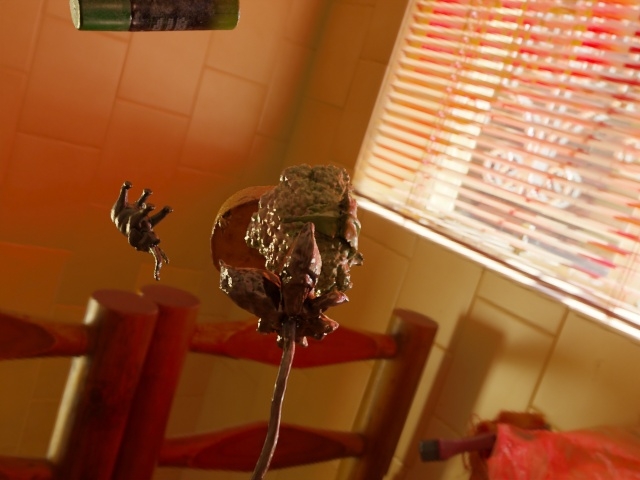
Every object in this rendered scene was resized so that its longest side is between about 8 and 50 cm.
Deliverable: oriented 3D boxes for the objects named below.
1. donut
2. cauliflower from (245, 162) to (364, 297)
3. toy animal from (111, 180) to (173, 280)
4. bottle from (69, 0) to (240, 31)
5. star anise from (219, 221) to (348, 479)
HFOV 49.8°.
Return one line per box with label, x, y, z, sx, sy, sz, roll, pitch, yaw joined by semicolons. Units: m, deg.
donut;-0.127;-0.007;1.519;0.253;0.254;0.118;15;34;-18
cauliflower;0.000;0.000;1.318;0.256;0.238;0.315;56;5;33
toy animal;-0.439;-0.038;1.735;0.269;0.137;0.082;48;20;29
bottle;-0.330;-0.471;1.397;0.329;0.093;0.093;-11;24;-29
star anise;-0.063;0.114;0.659;0.148;0.219;0.227;12;24;5
